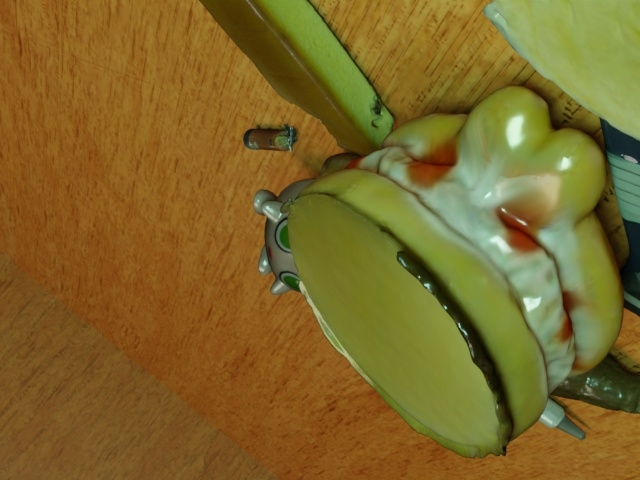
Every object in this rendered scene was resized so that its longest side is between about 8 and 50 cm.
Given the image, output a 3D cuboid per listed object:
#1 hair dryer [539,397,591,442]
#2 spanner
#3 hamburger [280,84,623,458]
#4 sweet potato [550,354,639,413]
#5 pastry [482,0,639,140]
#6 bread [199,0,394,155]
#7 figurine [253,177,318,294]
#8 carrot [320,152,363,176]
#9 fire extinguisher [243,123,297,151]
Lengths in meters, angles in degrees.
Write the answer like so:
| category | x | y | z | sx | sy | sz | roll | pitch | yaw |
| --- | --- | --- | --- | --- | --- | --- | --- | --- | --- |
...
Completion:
| category | x | y | z | sx | sy | sz | roll | pitch | yaw |
| --- | --- | --- | --- | --- | --- | --- | --- | --- | --- |
| hair dryer | 0.212 | 0.152 | 1.533 | 0.183 | 0.044 | 0.155 | 30 | 161 | 12 |
| spanner | 0.244 | -0.022 | 1.082 | 0.087 | 0.024 | 0.316 | 26 | 156 | 32 |
| hamburger | 0.113 | 0.010 | 1.135 | 0.261 | 0.186 | 0.302 | 41 | 160 | 28 |
| sweet potato | 0.182 | 0.091 | 1.391 | 0.286 | 0.085 | 0.112 | 16 | -173 | 28 |
| pastry | 0.191 | -0.148 | 0.703 | 0.265 | 0.133 | 0.265 | 35 | 160 | 14 |
| bread | -0.025 | -0.163 | 1.222 | 0.088 | 0.049 | 0.226 | 14 | 150 | 53 |
| figurine | 0.000 | 0.000 | 1.440 | 0.138 | 0.125 | 0.125 | 15 | 152 | 27 |
| carrot | 0.079 | -0.038 | 1.328 | 0.191 | 0.047 | 0.047 | 22 | 155 | 35 |
| fire extinguisher | -0.048 | -0.103 | 1.452 | 0.083 | 0.022 | 0.028 | 8 | 114 | 57 |
